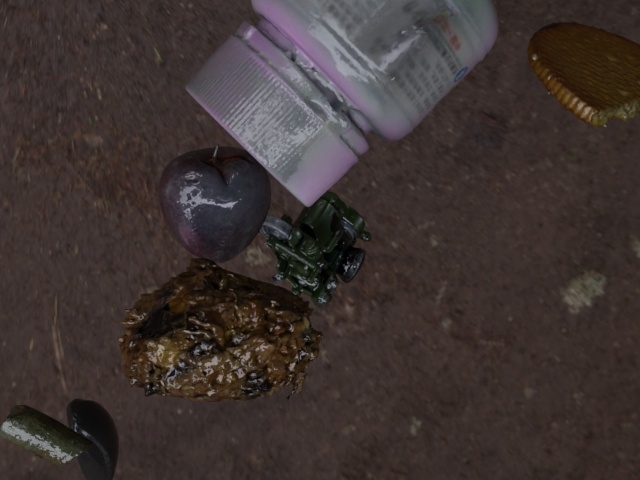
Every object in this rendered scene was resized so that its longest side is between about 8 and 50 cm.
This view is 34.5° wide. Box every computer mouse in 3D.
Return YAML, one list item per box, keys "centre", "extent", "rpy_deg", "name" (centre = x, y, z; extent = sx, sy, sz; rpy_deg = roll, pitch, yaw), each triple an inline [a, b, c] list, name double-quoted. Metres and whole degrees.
- centre: [-0.464, 0.421, 2.150]
  extent: [0.086, 0.138, 0.270]
  rpy_deg: [-10, 143, -9]
  name: "computer mouse"

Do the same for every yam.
- centre: [-0.291, 0.208, 1.089]
  extent: [0.094, 0.043, 0.043]
  rpy_deg: [34, 98, -13]
  name: "yam"

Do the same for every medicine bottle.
- centre: [0.021, -0.211, 1.159]
  extent: [0.302, 0.241, 0.241]
  rpy_deg: [-45, 114, 2]
  name: "medicine bottle"

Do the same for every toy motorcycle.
- centre: [0.000, 0.000, 1.848]
  extent: [0.205, 0.127, 0.275]
  rpy_deg: [-57, 152, -19]
  name: "toy motorcycle"

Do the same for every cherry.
- centre: [-0.154, -0.060, 1.532]
  extent: [0.176, 0.140, 0.176]
  rpy_deg: [-13, 118, -25]
  name: "cherry"

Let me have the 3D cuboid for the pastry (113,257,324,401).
- centre: [-0.131, 0.116, 1.355]
  extent: [0.274, 0.275, 0.193]
  rpy_deg: [4, 79, -16]
  name: "pastry"

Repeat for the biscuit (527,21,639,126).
- centre: [0.255, -0.159, 0.955]
  extent: [0.206, 0.126, 0.025]
  rpy_deg: [-24, 148, -46]
  name: "biscuit"
